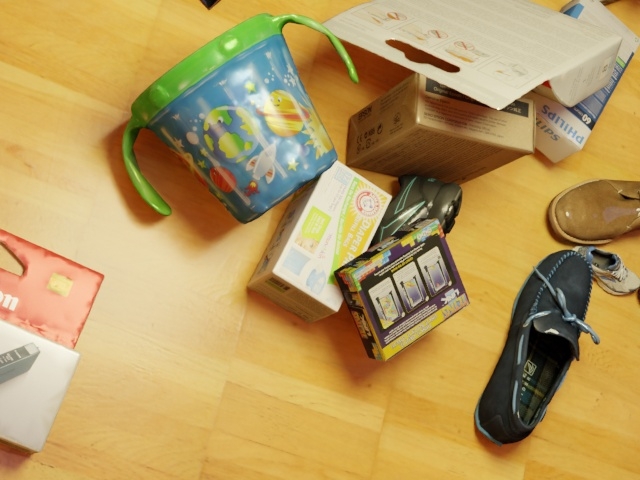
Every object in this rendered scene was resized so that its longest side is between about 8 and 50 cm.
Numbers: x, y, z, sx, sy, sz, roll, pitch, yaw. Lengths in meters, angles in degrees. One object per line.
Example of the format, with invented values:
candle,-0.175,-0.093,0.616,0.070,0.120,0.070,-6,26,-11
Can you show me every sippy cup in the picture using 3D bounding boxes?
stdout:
sippy cup,-0.101,-0.154,1.619,0.224,0.305,0.240,54,43,-4

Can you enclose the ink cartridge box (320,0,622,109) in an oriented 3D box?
ink cartridge box,0.219,-0.270,1.727,0.308,0.091,0.385,29,38,26

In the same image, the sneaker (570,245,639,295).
sneaker,0.473,0.048,1.934,0.135,0.058,0.052,25,68,-18

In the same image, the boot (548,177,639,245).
boot,0.517,-0.061,1.952,0.305,0.115,0.112,-7,82,-25

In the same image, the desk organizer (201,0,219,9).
desk organizer,-0.185,-0.410,1.756,0.130,0.047,0.050,47,65,-7

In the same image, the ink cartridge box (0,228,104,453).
ink cartridge box,-0.444,0.095,1.497,0.296,0.066,0.261,25,69,-17

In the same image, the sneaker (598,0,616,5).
sneaker,0.517,-0.456,2.092,0.118,0.042,0.067,-23,91,-35

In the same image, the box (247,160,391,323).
box,0.000,0.000,1.703,0.114,0.103,0.203,32,66,-14

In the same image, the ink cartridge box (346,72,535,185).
ink cartridge box,0.173,-0.158,1.748,0.193,0.235,0.088,10,75,-23

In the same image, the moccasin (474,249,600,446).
moccasin,0.357,0.164,1.817,0.138,0.117,0.342,30,67,-15

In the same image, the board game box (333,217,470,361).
board game box,0.116,0.067,1.667,0.170,0.048,0.141,-30,108,-28

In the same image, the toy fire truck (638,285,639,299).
toy fire truck,0.667,0.119,1.960,0.254,0.169,0.302,-14,82,-8

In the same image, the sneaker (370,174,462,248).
sneaker,0.114,0.019,1.772,0.106,0.101,0.267,25,72,15

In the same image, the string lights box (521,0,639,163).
string lights box,0.410,-0.269,1.941,0.133,0.077,0.259,39,63,-11
